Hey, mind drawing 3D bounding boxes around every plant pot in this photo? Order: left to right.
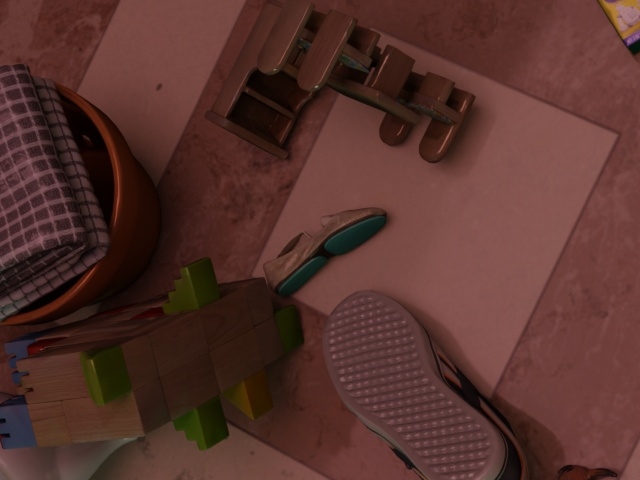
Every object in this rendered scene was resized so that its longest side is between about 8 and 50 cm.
[{"bbox_3d":[-0.322,-0.034,1.893,0.291,0.203,0.290,-3,81,21],"label":"plant pot"}]

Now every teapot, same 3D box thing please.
[{"bbox_3d":[-0.389,0.275,1.890,0.256,0.187,0.252,31,122,6],"label":"teapot"}]

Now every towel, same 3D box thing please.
[{"bbox_3d":[-0.396,-0.033,1.747,0.284,0.121,0.235,-28,73,15],"label":"towel"}]

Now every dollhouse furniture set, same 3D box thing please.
[{"bbox_3d":[0.005,-0.161,1.790,0.242,0.212,0.161,28,91,49],"label":"dollhouse furniture set"}]

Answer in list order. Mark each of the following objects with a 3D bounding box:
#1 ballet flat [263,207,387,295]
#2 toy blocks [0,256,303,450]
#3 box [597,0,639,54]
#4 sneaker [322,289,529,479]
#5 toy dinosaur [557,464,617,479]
[{"bbox_3d":[0.000,0.000,1.846,0.168,0.057,0.052,-36,62,12],"label":"ballet flat"},{"bbox_3d":[-0.230,0.139,1.759,0.261,0.381,0.190,-10,98,30],"label":"toy blocks"},{"bbox_3d":[0.347,-0.312,1.767,0.105,0.043,0.179,-33,71,13],"label":"box"},{"bbox_3d":[0.115,0.188,1.747,0.126,0.127,0.321,-42,46,4],"label":"sneaker"},{"bbox_3d":[0.312,0.385,1.638,0.200,0.127,0.296,-46,75,2],"label":"toy dinosaur"}]
